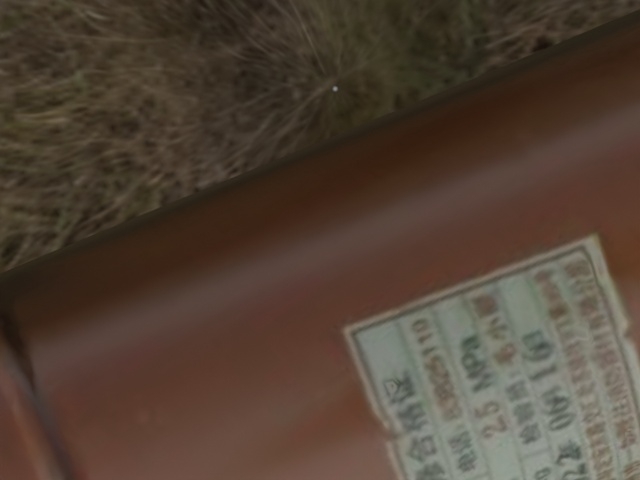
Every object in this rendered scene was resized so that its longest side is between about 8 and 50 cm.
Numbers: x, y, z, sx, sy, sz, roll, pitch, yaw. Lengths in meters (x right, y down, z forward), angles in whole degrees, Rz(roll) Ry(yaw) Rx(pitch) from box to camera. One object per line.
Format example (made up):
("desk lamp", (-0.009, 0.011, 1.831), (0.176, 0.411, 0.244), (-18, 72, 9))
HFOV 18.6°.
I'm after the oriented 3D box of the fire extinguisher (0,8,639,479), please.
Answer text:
("fire extinguisher", (0.000, 0.004, 0.454), (0.376, 0.113, 0.200), (-25, 80, -8))
